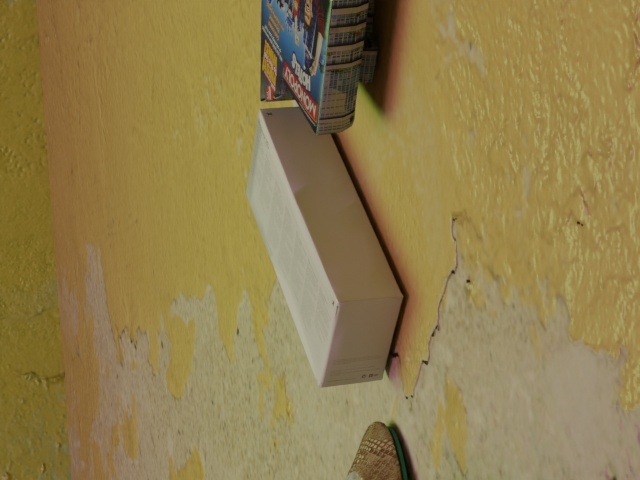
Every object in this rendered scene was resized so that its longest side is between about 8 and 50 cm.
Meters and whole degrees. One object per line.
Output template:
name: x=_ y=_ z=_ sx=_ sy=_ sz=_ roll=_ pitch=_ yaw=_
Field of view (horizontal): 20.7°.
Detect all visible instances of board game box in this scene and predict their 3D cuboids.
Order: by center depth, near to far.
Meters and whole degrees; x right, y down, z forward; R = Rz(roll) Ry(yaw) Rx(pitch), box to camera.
board game box: x=-0.001 y=-0.175 z=1.405 sx=0.194 sy=0.060 sz=0.194 roll=-118 pitch=28 yaw=-52

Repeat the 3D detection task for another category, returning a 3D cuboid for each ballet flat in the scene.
ballet flat: x=0.041 y=0.242 z=1.362 sx=0.073 sy=0.067 sz=0.206 roll=122 pitch=140 yaw=-62

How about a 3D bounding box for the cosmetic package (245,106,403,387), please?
cosmetic package: x=0.000 y=0.000 z=1.442 sx=0.239 sy=0.060 sz=0.099 roll=-112 pitch=23 yaw=-43
